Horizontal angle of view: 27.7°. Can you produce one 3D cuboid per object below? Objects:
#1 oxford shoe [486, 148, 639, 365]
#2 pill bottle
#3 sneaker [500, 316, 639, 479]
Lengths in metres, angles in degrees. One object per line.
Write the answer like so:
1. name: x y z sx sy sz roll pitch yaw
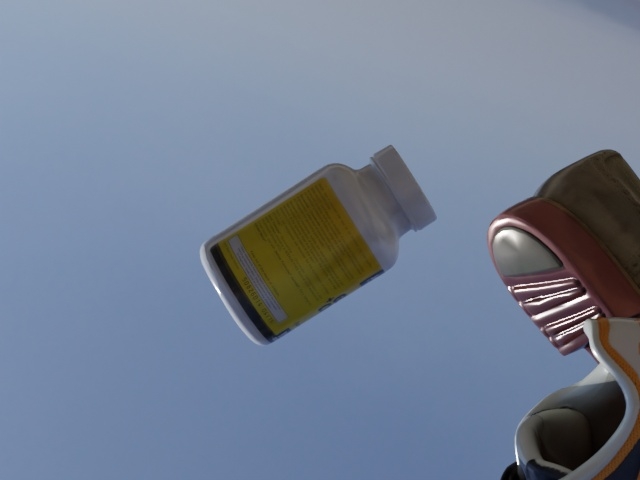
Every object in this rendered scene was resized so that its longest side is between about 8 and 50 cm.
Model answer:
1. oxford shoe: 0.273 0.084 0.900 0.348 0.130 0.123 52 156 -2
2. pill bottle: 0.000 0.000 1.079 0.103 0.184 0.103 58 -178 -4
3. sneaker: 0.163 0.183 0.798 0.127 0.321 0.126 17 -160 -4
